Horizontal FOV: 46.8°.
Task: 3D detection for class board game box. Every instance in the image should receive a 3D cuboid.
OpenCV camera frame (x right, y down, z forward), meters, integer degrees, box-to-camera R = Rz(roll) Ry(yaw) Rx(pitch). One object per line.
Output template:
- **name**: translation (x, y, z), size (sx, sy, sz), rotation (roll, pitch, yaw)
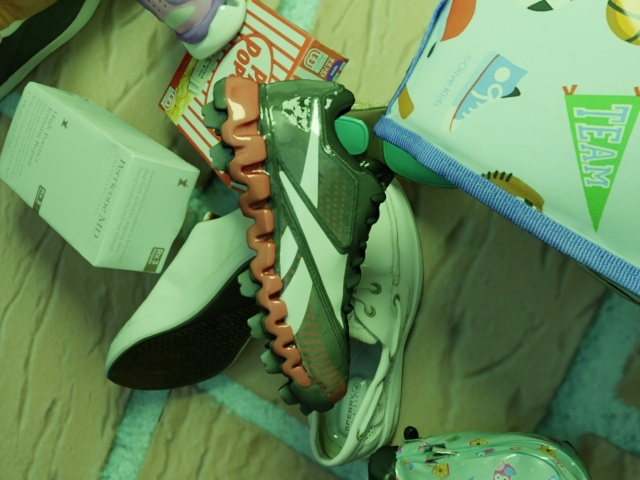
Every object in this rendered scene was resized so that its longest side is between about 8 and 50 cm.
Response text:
- **board game box**: translation (-0.071, -0.147, 0.695), size (0.146, 0.045, 0.193), rotation (-59, 42, 13)

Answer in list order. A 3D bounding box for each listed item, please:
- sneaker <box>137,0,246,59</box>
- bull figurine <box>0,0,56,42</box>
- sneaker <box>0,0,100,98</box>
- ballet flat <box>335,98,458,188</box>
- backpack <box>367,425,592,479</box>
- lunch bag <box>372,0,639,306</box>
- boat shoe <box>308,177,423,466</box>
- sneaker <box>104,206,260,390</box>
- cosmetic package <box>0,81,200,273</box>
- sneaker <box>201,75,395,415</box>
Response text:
- **sneaker**: translation (-0.125, -0.293, 0.697), size (0.095, 0.105, 0.236), rotation (-21, 58, 42)
- **bull figurine**: translation (-0.284, -0.303, 0.718), size (0.101, 0.310, 0.188), rotation (38, 152, 48)
- **sneaker**: translation (-0.355, -0.264, 0.805), size (0.296, 0.147, 0.104), rotation (-40, 74, 18)
- **ballet flat**: translation (0.063, -0.098, 0.669), size (0.206, 0.067, 0.073), rotation (18, 123, 23)
- **backpack**: translation (0.139, 0.230, 0.620), size (0.182, 0.115, 0.151), rotation (-16, 82, 20)
- **lunch bag**: translation (0.272, -0.113, 0.491), size (0.386, 0.239, 0.327), rotation (31, 101, 10)
- **boat shoe**: translation (0.032, 0.069, 0.671), size (0.098, 0.096, 0.276), rotation (2, 91, 24)
- **sneaker**: translation (-0.114, 0.052, 0.752), size (0.290, 0.106, 0.123), rotation (-37, 40, 29)
- **cosmetic package**: translation (-0.235, -0.069, 0.758), size (0.231, 0.086, 0.117), rotation (32, 104, 40)
- **sneaker**: translation (0.000, 0.000, 0.580), size (0.135, 0.097, 0.275), rotation (-11, 96, 0)
